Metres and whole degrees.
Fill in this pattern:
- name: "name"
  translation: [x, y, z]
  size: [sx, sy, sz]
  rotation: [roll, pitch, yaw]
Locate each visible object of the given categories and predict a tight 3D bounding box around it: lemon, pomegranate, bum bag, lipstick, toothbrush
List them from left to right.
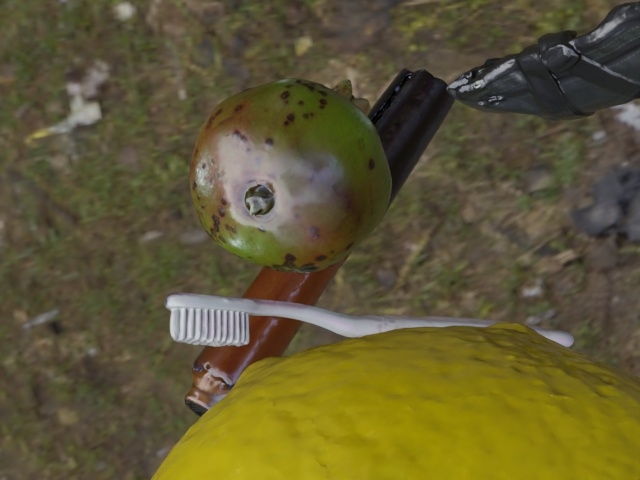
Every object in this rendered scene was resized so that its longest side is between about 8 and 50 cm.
- name: "pomegranate"
  translation: [-0.017, -0.062, 1.326]
  size: [0.159, 0.205, 0.159]
  rotation: [13, 124, 19]
- name: "lipstick"
  translation: [0.000, 0.000, 1.620]
  size: [0.077, 0.077, 0.418]
  rotation: [26, 68, 22]
- name: "toothbrush"
  translation: [0.040, 0.058, 1.028]
  size: [0.025, 0.307, 0.029]
  rotation: [-16, 71, 55]
- name: "lemon"
  translation: [0.048, 0.145, 0.617]
  size: [0.233, 0.288, 0.233]
  rotation: [14, 106, 56]
- name: "bum bag"
  translation: [0.164, -0.108, 0.975]
  size: [0.197, 0.087, 0.049]
  rotation: [-19, 57, 51]
